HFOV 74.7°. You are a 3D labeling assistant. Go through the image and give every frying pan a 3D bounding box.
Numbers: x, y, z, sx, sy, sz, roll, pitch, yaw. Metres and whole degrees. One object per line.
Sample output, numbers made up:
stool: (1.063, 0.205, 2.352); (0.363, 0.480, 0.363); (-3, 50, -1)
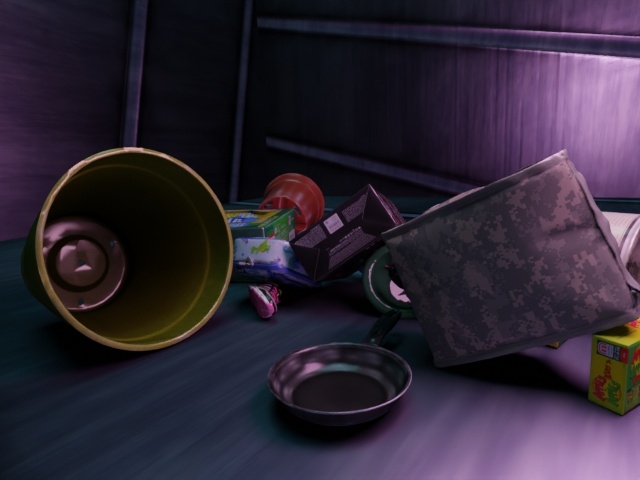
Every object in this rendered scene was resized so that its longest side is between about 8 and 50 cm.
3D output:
frying pan: (0.034, 0.181, 0.641); (0.197, 0.053, 0.326); (-2, 9, 8)

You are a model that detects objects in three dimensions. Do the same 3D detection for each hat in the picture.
hat: (0.198, 0.112, 0.957); (0.208, 0.173, 0.184); (-8, -25, 2)

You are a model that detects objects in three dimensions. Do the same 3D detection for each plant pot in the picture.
plant pot: (-0.134, -0.111, 1.693); (0.271, 0.273, 0.265); (-2, 20, 8)
plant pot: (-0.437, 0.034, 0.877); (0.352, 0.367, 0.366); (-10, 4, 40)

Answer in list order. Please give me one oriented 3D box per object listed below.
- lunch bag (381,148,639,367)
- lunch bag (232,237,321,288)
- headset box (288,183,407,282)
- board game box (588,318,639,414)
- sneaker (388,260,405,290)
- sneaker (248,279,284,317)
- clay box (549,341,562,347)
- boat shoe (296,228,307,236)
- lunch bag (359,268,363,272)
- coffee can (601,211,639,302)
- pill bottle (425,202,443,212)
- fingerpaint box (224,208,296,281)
lunch bag: (0.274, 0.030, 0.621); (0.286, 0.236, 0.168); (-26, -5, 39)
lunch bag: (-0.098, 0.058, 1.022); (0.175, 0.090, 0.219); (3, -15, 28)
headset box: (0.089, -0.006, 0.993); (0.218, 0.110, 0.293); (-35, -13, 14)
board game box: (0.433, 0.153, 0.561); (0.181, 0.092, 0.043); (-9, 12, -28)
sneaker: (0.254, 0.068, 0.831); (0.234, 0.078, 0.106); (5, 20, 30)
sneaker: (-0.114, 0.123, 0.937); (0.074, 0.063, 0.170); (-13, 9, -17)
clay box: (0.358, 0.129, 0.801); (0.127, 0.053, 0.221); (-15, 16, -40)
boat shoe: (0.000, 0.000, 1.505); (0.205, 0.075, 0.065); (7, 14, 19)
lunch bag: (0.195, 0.063, 1.102); (0.151, 0.097, 0.128); (-26, 23, -27)
coffee can: (0.505, 0.034, 0.857); (0.201, 0.202, 0.275); (-11, 13, -33)
pill bottle: (0.343, 0.011, 1.056); (0.121, 0.121, 0.221); (-5, 39, -10)
fingerpaint box: (-0.301, -0.003, 1.370); (0.370, 0.164, 0.445); (-1, 11, 8)
